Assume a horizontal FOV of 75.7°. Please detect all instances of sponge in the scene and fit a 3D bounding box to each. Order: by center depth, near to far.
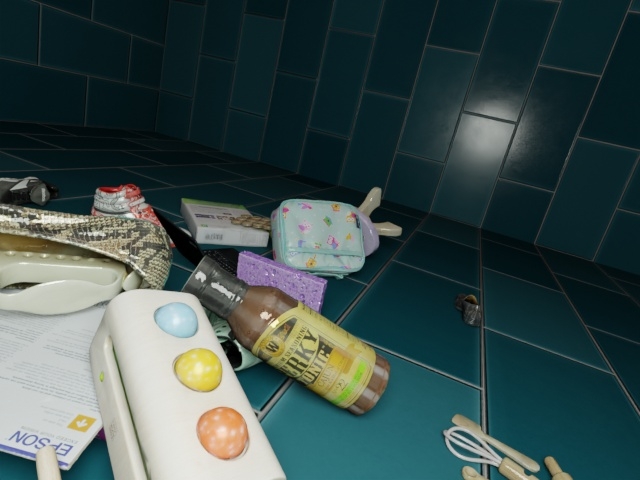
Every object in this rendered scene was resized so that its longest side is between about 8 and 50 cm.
[{"bbox_3d":[-0.094,0.110,0.914,0.209,0.117,0.031,18,19,16],"label":"sponge"}]

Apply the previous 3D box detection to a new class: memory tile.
[{"bbox_3d":[-0.207,-0.062,1.342,0.147,0.012,0.113,9,16,12],"label":"memory tile"}]

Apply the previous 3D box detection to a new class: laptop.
[{"bbox_3d":[-0.263,0.016,1.052,0.264,0.137,0.234,-3,24,-45],"label":"laptop"}]

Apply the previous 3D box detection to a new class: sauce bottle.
[{"bbox_3d":[-0.054,0.147,0.647,0.344,0.111,0.111,33,14,-9],"label":"sauce bottle"}]

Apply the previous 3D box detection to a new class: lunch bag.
[{"bbox_3d":[0.000,0.000,1.200,0.278,0.224,0.108,3,-21,-26],"label":"lunch bag"}]

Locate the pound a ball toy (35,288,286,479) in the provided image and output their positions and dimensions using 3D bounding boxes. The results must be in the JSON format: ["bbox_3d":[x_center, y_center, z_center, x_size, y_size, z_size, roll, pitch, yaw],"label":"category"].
[{"bbox_3d":[-0.173,0.187,0.428,0.208,0.136,0.319,15,25,-45],"label":"pound a ball toy"}]

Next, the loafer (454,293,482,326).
[{"bbox_3d":[0.433,0.186,1.189,0.062,0.062,0.170,13,16,-1],"label":"loafer"}]

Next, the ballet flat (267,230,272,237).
[{"bbox_3d":[-0.101,0.000,1.333,0.230,0.078,0.077,18,14,35],"label":"ballet flat"}]

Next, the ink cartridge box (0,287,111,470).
[{"bbox_3d":[-0.397,0.165,0.576,0.323,0.072,0.330,15,19,1],"label":"ink cartridge box"}]

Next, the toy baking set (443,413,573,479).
[{"bbox_3d":[0.283,0.345,0.598,0.196,0.030,0.256,15,17,5],"label":"toy baking set"}]

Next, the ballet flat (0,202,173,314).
[{"bbox_3d":[-0.475,0.026,0.616,0.481,0.164,0.182,8,39,-23],"label":"ballet flat"}]

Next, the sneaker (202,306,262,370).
[{"bbox_3d":[-0.192,0.143,0.755,0.255,0.094,0.151,24,15,27],"label":"sneaker"}]

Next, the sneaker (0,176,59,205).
[{"bbox_3d":[-0.848,-0.137,1.185,0.106,0.078,0.234,11,14,-1],"label":"sneaker"}]

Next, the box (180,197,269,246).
[{"bbox_3d":[-0.336,-0.065,1.405,0.232,0.059,0.322,5,20,-29],"label":"box"}]

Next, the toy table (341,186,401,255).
[{"bbox_3d":[0.144,-0.059,1.490,0.160,0.252,0.274,-21,47,-36],"label":"toy table"}]

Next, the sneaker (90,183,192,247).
[{"bbox_3d":[-0.485,-0.070,1.139,0.269,0.145,0.090,9,17,-18],"label":"sneaker"}]
